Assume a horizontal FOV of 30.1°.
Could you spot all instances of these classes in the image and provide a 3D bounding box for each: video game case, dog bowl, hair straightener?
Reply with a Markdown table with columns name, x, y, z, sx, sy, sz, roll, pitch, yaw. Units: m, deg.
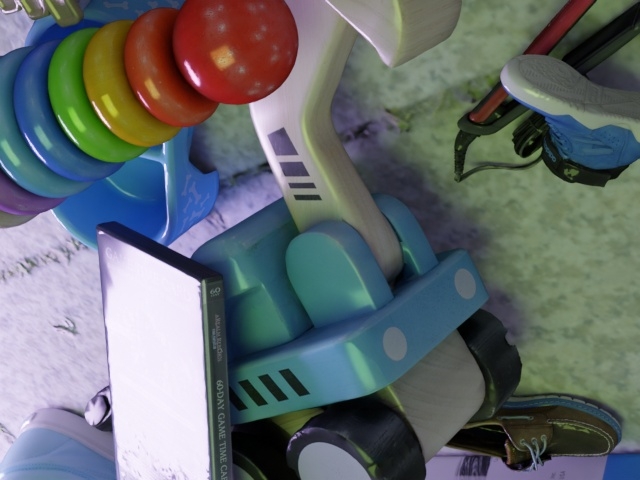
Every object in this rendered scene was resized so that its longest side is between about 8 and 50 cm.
| name | x | y | z | sx | sy | sz | roll | pitch | yaw |
| --- | --- | --- | --- | --- | --- | --- | --- | --- | --- |
| video game case | -0.139 | 0.136 | 1.060 | 0.196 | 0.026 | 0.274 | 22 | 118 | 51 |
| dog bowl | -0.183 | -0.106 | 1.074 | 0.165 | 0.074 | 0.297 | 14 | 131 | 12 |
| hair straightener | 0.182 | -0.108 | 0.932 | 0.089 | 0.047 | 0.230 | 35 | 133 | -7 |

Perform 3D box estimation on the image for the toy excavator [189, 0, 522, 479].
| name | x | y | z | sx | sy | sz | roll | pitch | yaw |
| --- | --- | --- | --- | --- | --- | --- | --- | --- | --- |
| toy excavator | 0.000 | 0.000 | 0.999 | 0.433 | 0.222 | 0.445 | -22 | 100 | 47 |

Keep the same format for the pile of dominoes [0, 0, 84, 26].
| name | x | y | z | sx | sy | sz | roll | pitch | yaw |
| --- | --- | --- | --- | --- | --- | --- | --- | --- | --- |
| pile of dominoes | -0.289 | -0.273 | 0.922 | 0.251 | 0.040 | 0.196 | 16 | 138 | 31 |

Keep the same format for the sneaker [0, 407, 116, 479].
| name | x | y | z | sx | sy | sz | roll | pitch | yaw |
| --- | --- | --- | --- | --- | --- | --- | --- | --- | --- |
| sneaker | -0.216 | 0.340 | 1.405 | 0.365 | 0.150 | 0.135 | 22 | 134 | 5 |

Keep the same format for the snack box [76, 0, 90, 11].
| name | x | y | z | sx | sy | sz | roll | pitch | yaw |
| --- | --- | --- | --- | --- | --- | --- | --- | --- | --- |
| snack box | -0.190 | -0.260 | 0.928 | 0.141 | 0.037 | 0.100 | -45 | 80 | 25 |

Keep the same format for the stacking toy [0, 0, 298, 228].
| name | x | y | z | sx | sy | sz | roll | pitch | yaw |
| --- | --- | --- | --- | --- | --- | --- | --- | --- | --- |
| stacking toy | -0.155 | -0.108 | 0.906 | 0.330 | 0.141 | 0.141 | -14 | 121 | 34 |

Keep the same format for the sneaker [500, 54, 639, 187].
| name | x | y | z | sx | sy | sz | roll | pitch | yaw |
| --- | --- | --- | --- | --- | --- | --- | --- | --- | --- |
| sneaker | 0.182 | -0.083 | 0.891 | 0.152 | 0.058 | 0.085 | 11 | 137 | -30 |

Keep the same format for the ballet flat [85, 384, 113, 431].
| name | x | y | z | sx | sy | sz | roll | pitch | yaw |
| --- | --- | --- | --- | --- | --- | --- | --- | --- | --- |
| ballet flat | -0.200 | 0.170 | 1.339 | 0.173 | 0.049 | 0.058 | -27 | 71 | 36 |

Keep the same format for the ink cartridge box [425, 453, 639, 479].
| name | x | y | z | sx | sy | sz | roll | pitch | yaw |
| --- | --- | --- | --- | --- | --- | --- | --- | --- | --- |
| ink cartridge box | 0.171 | 0.365 | 1.166 | 0.394 | 0.285 | 0.166 | -6 | 125 | 28 |

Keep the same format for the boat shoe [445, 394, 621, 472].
| name | x | y | z | sx | sy | sz | roll | pitch | yaw |
| --- | --- | --- | --- | --- | --- | --- | --- | --- | --- |
| boat shoe | 0.198 | 0.193 | 1.160 | 0.183 | 0.066 | 0.066 | 3 | 129 | 21 |
